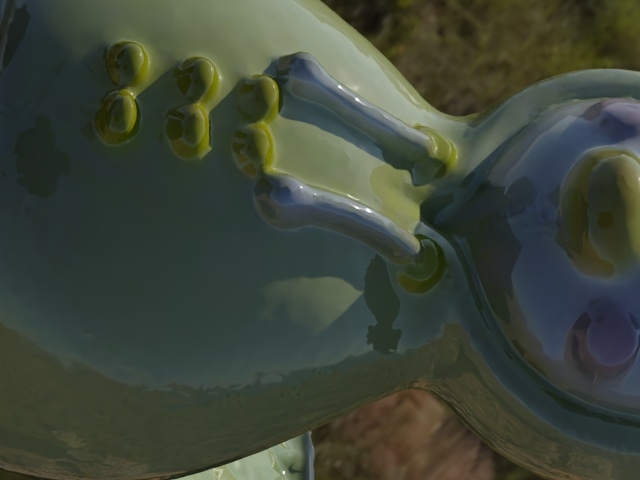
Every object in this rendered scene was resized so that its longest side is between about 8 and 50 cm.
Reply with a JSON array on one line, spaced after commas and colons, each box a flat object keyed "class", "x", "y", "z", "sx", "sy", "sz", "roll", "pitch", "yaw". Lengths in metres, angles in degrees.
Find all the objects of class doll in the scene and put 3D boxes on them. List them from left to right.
[{"class": "doll", "x": 0.002, "y": -0.006, "z": 0.477, "sx": 0.296, "sy": 0.117, "sz": 0.141, "roll": 5, "pitch": 61, "yaw": 1}]

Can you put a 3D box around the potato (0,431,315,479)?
[{"class": "potato", "x": -0.149, "y": 0.046, "z": 0.855, "sx": 0.280, "sy": 0.213, "sz": 0.330, "roll": 54, "pitch": 24, "yaw": -35}]
